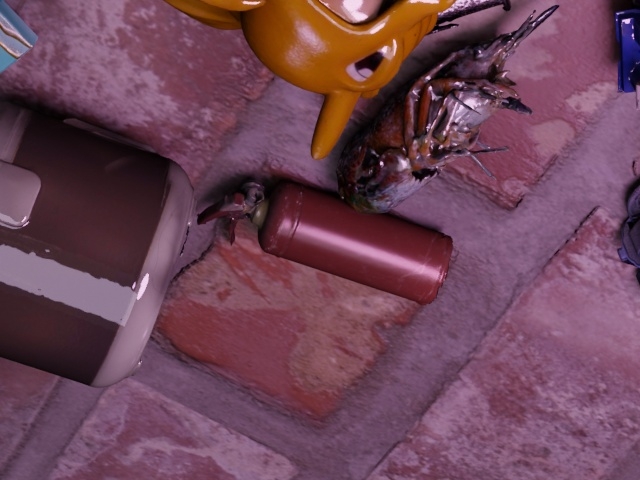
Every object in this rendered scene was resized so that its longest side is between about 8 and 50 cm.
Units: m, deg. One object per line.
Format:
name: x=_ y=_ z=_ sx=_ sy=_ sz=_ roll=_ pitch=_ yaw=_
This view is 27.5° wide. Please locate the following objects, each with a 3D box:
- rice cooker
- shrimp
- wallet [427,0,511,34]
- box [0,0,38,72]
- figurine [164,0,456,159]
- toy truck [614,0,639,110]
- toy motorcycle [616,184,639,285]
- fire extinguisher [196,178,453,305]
rice cooker: x=-0.351 y=0.000 z=1.665 sx=0.325 sy=0.335 sz=0.335 roll=19 pitch=119 yaw=-11
shrimp: x=0.178 y=-0.156 z=1.681 sx=0.372 sy=0.137 sz=0.172 roll=-31 pitch=153 yaw=25
wallet: x=0.098 y=-0.370 z=1.582 sx=0.221 sy=0.071 sz=0.262 roll=-15 pitch=112 yaw=10
box: x=-0.499 y=-0.246 z=1.668 sx=0.229 sy=0.041 sz=0.162 roll=-35 pitch=115 yaw=19
figurine: x=-0.060 y=-0.310 z=1.466 sx=0.387 sy=0.401 sz=0.268 roll=38 pitch=80 yaw=-5
toy truck: x=0.471 y=-0.236 z=1.594 sx=0.213 sy=0.177 sz=0.161 roll=-8 pitch=119 yaw=5
toy motorcycle: x=0.567 y=-0.039 z=1.748 sx=0.359 sy=0.125 sz=0.213 roll=-36 pitch=122 yaw=22
fire extinguisher: x=0.000 y=0.000 z=1.787 sx=0.337 sy=0.106 sz=0.147 roll=19 pitch=144 yaw=-9
